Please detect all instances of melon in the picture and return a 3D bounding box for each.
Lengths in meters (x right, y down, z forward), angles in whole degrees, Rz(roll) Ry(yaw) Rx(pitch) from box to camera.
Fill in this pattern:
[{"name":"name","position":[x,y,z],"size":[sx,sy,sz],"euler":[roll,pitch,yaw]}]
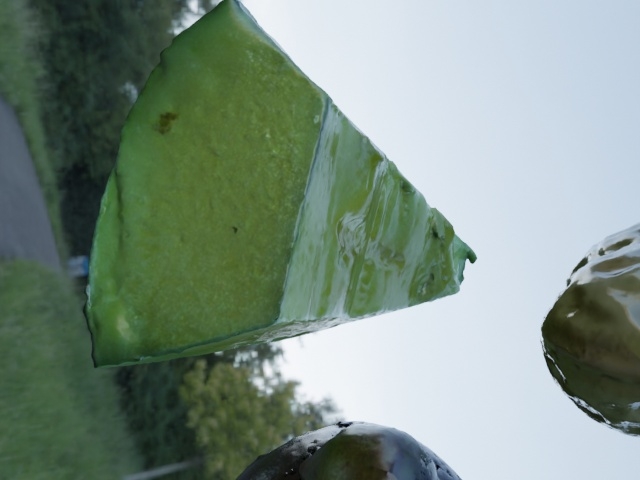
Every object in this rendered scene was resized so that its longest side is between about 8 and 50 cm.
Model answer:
[{"name":"melon","position":[0.000,0.000,0.505],"size":[0.124,0.323,0.196],"euler":[20,-90,27]}]

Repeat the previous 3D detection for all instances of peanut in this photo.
[{"name":"peanut","position":[0.220,0.048,0.499],"size":[0.136,0.298,0.120],"euler":[0,-85,28]}]

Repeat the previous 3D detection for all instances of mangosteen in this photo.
[{"name":"mangosteen","position":[0.028,0.408,0.985],"size":[0.421,0.381,0.381],"euler":[62,4,-52]}]
